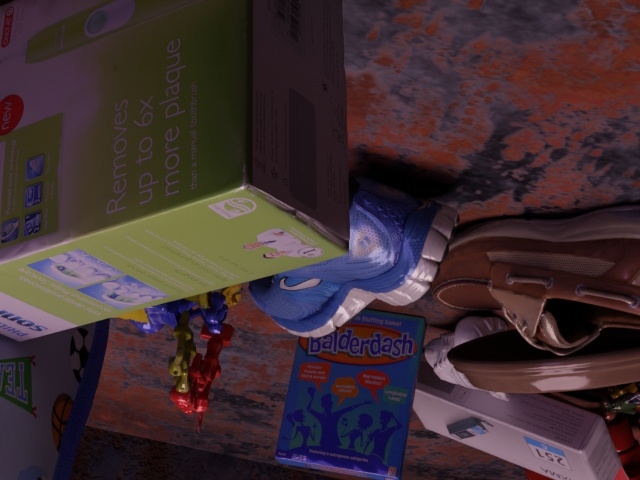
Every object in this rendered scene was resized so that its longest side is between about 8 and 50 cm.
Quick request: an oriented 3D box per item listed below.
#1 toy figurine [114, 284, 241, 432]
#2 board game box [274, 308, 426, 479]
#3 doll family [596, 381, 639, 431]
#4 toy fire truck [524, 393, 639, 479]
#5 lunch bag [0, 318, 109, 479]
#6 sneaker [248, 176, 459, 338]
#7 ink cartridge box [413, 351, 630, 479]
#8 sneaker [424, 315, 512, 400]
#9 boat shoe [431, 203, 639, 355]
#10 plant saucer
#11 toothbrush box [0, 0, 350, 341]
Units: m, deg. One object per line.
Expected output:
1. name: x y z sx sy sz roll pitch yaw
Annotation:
1. toy figurine: -0.229 0.082 1.617 0.217 0.191 0.362 15 162 5
2. board game box: 0.041 0.191 1.737 0.160 0.210 0.047 7 162 10
3. doll family: 0.439 0.220 1.804 0.193 0.076 0.111 27 138 -31
4. toy fire truck: 0.389 0.309 2.063 0.158 0.246 0.217 -27 -166 -34
5. lunch bag: -0.340 0.029 1.056 0.239 0.385 0.328 -22 128 27
6. sneaker: 0.000 0.000 1.344 0.147 0.129 0.330 32 154 -15
7. ink cartridge box: 0.281 0.283 1.913 0.296 0.066 0.261 18 155 36
8. sneaker: 0.182 0.149 1.727 0.115 0.090 0.232 9 162 19
9. boat shoe: 0.221 0.046 1.312 0.123 0.116 0.324 22 160 -32
10. plant saucer: 0.274 0.119 1.444 0.278 0.041 0.278 -7 -177 0
11. toothbrush box: -0.130 -0.070 0.912 0.283 0.206 0.122 -15 152 30
